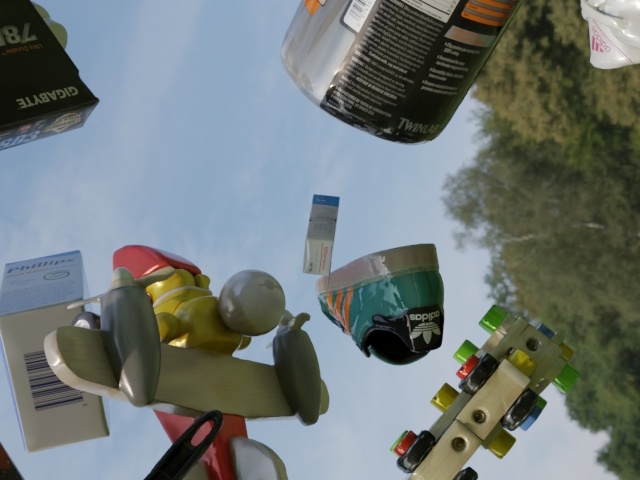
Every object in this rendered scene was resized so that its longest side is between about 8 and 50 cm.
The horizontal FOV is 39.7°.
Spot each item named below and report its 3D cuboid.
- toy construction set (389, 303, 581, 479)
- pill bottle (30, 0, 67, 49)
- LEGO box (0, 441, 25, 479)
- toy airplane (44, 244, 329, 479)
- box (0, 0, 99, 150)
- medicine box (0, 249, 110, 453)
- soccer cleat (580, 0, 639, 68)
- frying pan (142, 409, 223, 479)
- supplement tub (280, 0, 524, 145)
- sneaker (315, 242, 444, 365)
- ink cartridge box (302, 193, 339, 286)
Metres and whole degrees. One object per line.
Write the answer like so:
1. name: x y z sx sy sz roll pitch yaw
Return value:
1. toy construction set: 0.166 0.212 0.974 0.215 0.151 0.328 84 -148 -76
2. pill bottle: -0.556 -0.393 1.618 0.108 0.180 0.108 -52 -20 -28
3. LEGO box: -0.364 0.525 0.976 0.372 0.193 0.500 -108 -7 -72
4. toy airplane: -0.137 0.162 1.131 0.272 0.384 0.386 -48 8 14
5. box: -0.478 -0.239 1.106 0.295 0.073 0.293 -28 -102 -47
6. medicine box: -0.480 0.191 1.608 0.149 0.289 0.264 -11 -71 -13
7. soccer cleat: 0.241 -0.218 0.670 0.331 0.143 0.116 55 -165 -3
8. frying pan: -0.174 0.284 0.773 0.326 0.197 0.053 -23 -28 -31
9. supplement tub: 0.106 -0.266 0.843 0.193 0.193 0.316 -26 -28 -56
10. sneaker: 0.065 0.089 1.031 0.302 0.108 0.121 134 128 -75
11. ink cartridge box: 0.000 0.000 0.863 0.083 0.028 0.048 -82 -2 -48
